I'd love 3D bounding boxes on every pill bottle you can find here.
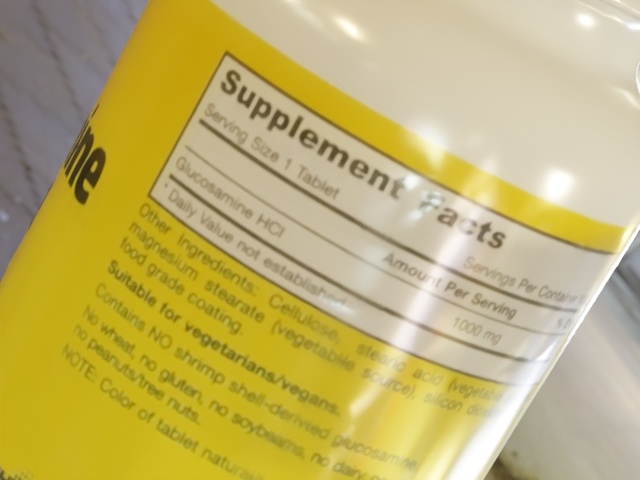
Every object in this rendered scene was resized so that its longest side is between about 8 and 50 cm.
[{"bbox_3d":[0.000,0.000,0.633,0.188,0.334,0.188,28,13,-7],"label":"pill bottle"}]
